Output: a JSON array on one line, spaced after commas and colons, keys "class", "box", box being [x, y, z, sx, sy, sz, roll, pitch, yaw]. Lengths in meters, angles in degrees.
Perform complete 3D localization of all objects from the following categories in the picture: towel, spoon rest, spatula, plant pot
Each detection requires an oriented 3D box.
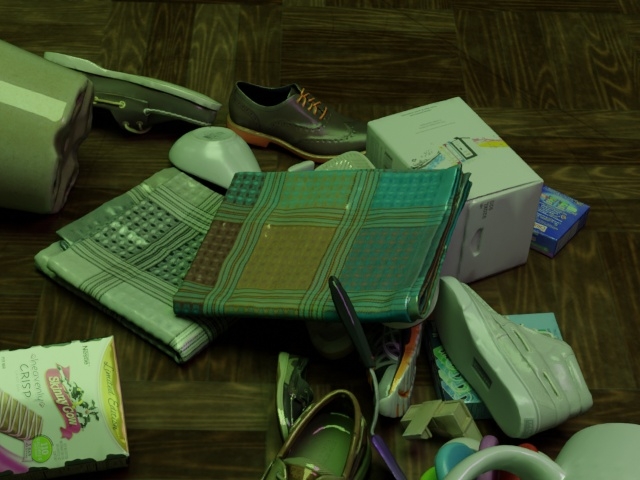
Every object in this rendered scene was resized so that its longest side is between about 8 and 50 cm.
[{"class": "towel", "box": [0.000, 0.000, 1.710, 0.370, 0.040, 0.271, 1, 48, 26]}, {"class": "towel", "box": [-0.215, 0.016, 1.854, 0.324, 0.056, 0.312, 28, 47, 28]}, {"class": "spoon rest", "box": [-0.128, -0.117, 2.004, 0.276, 0.084, 0.137, 22, 32, 39]}, {"class": "spatula", "box": [0.062, 0.183, 1.554, 0.030, 0.084, 0.296, -18, 81, 7]}, {"class": "plant pot", "box": [-0.519, -0.183, 1.906, 0.305, 0.334, 0.334, 15, 41, -2]}]

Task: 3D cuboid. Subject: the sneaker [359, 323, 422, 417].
[{"class": "sneaker", "box": [0.089, 0.161, 1.686, 0.083, 0.084, 0.215, 8, 31, 7]}]

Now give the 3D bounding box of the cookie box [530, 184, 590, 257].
[{"class": "cookie box", "box": [0.350, -0.031, 1.945, 0.092, 0.040, 0.107, 28, 47, 26]}]

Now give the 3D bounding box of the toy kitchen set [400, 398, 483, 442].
[{"class": "toy kitchen set", "box": [0.150, 0.255, 1.607, 0.083, 0.075, 0.068, -13, 24, 39]}]

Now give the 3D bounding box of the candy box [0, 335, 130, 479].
[{"class": "candy box", "box": [-0.361, 0.216, 1.555, 0.233, 0.071, 0.159, -8, 71, -12]}]

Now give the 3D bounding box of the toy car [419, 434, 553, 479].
[{"class": "toy car", "box": [0.207, 0.293, 1.489, 0.182, 0.136, 0.159, 10, 42, 9]}]

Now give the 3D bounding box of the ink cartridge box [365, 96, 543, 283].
[{"class": "ink cartridge box", "box": [0.193, -0.071, 1.884, 0.168, 0.171, 0.233, -17, 45, -21]}]

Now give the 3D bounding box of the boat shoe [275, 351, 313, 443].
[{"class": "boat shoe", "box": [-0.034, 0.202, 1.646, 0.049, 0.056, 0.152, -4, 41, 1]}]

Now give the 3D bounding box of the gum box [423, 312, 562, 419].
[{"class": "gum box", "box": [0.244, 0.171, 1.706, 0.184, 0.041, 0.157, -3, 42, -7]}]

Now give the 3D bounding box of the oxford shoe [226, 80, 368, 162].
[{"class": "oxford shoe", "box": [-0.023, -0.199, 2.075, 0.271, 0.098, 0.097, 10, 39, 4]}]

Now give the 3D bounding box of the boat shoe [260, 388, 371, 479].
[{"class": "boat shoe", "box": [-0.027, 0.304, 1.479, 0.122, 0.120, 0.324, 13, 42, 12]}]

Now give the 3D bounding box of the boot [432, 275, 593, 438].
[{"class": "boot", "box": [0.250, 0.142, 1.650, 0.123, 0.095, 0.258, -12, 53, -23]}]

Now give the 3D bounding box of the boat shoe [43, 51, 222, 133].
[{"class": "boat shoe", "box": [-0.325, -0.234, 2.109, 0.324, 0.097, 0.116, 16, 2, 10]}]

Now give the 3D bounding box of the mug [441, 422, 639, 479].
[{"class": "mug", "box": [0.263, 0.367, 1.269, 0.374, 0.276, 0.328, 40, 57, -2]}]

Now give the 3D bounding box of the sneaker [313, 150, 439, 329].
[{"class": "sneaker", "box": [0.093, 0.021, 1.783, 0.131, 0.148, 0.350, -23, 42, 2]}]

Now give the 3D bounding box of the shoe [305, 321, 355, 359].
[{"class": "shoe", "box": [0.004, 0.082, 1.768, 0.076, 0.058, 0.219, -26, 37, 9]}]
